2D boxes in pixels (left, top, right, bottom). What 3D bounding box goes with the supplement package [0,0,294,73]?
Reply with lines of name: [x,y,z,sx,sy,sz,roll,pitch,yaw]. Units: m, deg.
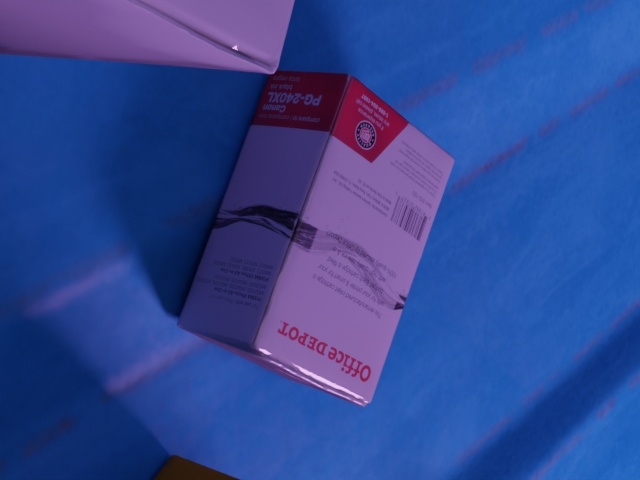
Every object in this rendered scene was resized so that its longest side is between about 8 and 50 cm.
supplement package: [-0.094,-0.224,0.420,0.175,0.177,0.293,20,83,-50]

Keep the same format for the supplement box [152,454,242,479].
supplement box: [-0.035,0.235,0.575,0.194,0.191,0.129,-52,132,-28]

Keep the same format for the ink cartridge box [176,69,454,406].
ink cartridge box: [0.000,0.000,0.665,0.109,0.063,0.151,33,74,-48]
